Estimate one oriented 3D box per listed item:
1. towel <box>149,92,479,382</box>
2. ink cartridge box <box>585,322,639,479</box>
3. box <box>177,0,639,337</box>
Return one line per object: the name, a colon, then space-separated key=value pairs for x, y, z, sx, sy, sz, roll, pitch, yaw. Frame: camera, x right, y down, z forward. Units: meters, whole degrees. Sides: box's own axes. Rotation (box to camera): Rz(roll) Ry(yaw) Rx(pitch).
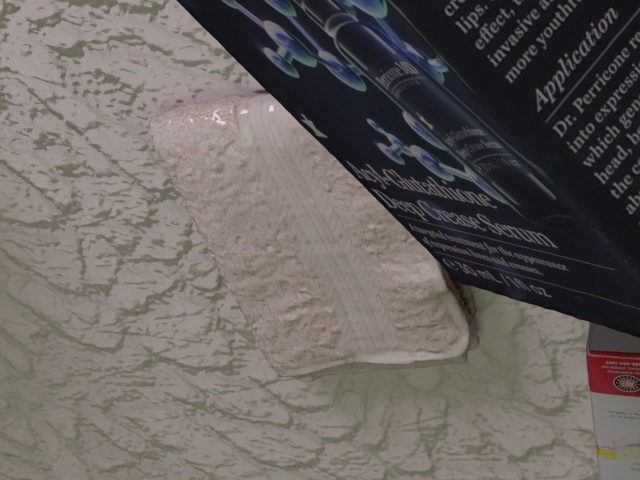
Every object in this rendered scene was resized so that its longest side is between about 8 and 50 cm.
towel: x=0.000 y=0.000 z=1.353 sx=0.187 sy=0.049 sz=0.282 roll=-9 pitch=129 yaw=25
ink cartridge box: x=0.271 y=0.103 z=1.300 sx=0.128 sy=0.127 sz=0.176 roll=2 pitch=133 yaw=16
box: x=0.087 y=-0.153 z=0.972 sx=0.395 sy=0.212 sz=0.293 roll=44 pitch=169 yaw=-22
